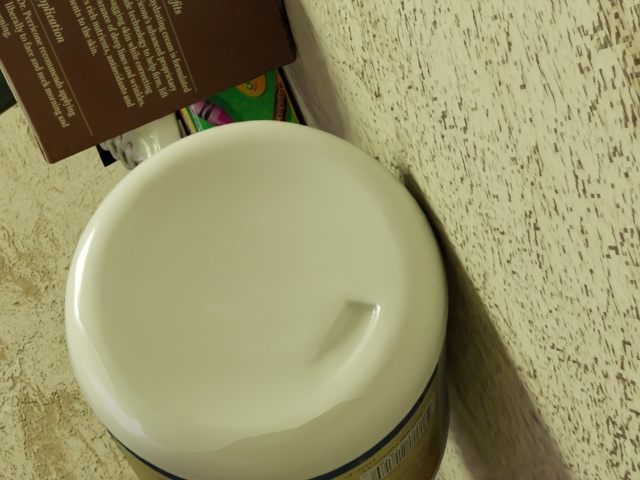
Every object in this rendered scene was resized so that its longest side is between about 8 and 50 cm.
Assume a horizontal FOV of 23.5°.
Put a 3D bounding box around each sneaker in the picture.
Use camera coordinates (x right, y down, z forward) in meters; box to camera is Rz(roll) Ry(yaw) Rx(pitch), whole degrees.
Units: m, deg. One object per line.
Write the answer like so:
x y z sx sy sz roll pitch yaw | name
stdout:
-0.200 -0.117 1.467 0.106 0.123 0.290 80 167 -56 | sneaker

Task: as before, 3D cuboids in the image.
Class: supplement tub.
-0.028 0.089 1.015 0.316 0.228 0.228 80 165 -64 | supplement tub

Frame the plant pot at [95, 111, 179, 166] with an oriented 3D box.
-0.225 -0.212 1.846 0.187 0.167 0.188 151 96 -84 | plant pot

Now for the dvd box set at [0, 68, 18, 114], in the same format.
-0.327 -0.234 1.505 0.420 0.307 0.062 25 149 55 | dvd box set

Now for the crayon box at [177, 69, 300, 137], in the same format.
-0.070 -0.088 1.376 0.278 0.081 0.165 -168 55 -83 | crayon box

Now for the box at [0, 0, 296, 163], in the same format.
-0.152 -0.196 1.115 0.168 0.203 0.167 74 170 -49 | box
